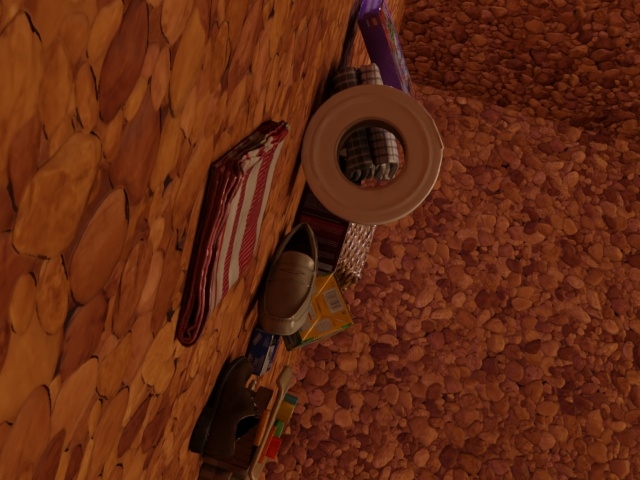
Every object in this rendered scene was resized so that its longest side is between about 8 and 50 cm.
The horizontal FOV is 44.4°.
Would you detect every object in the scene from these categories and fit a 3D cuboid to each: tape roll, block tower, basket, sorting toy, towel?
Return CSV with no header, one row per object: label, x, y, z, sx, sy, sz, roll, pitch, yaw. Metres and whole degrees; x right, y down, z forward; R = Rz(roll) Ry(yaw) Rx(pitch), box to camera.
tape roll,0.105,-0.172,1.610,0.100,0.286,0.286,23,83,-85
block tower,-0.182,0.438,1.548,0.091,0.097,0.335,-64,172,-67
basket,0.000,0.000,2.246,0.213,0.223,0.299,-34,-156,38
sorting toy,-0.083,0.354,1.523,0.348,0.047,0.196,-14,121,-86
towel,-0.108,-0.026,1.065,0.329,0.037,0.237,-64,170,-69
towel,0.095,-0.259,1.808,0.283,0.121,0.235,65,13,-86

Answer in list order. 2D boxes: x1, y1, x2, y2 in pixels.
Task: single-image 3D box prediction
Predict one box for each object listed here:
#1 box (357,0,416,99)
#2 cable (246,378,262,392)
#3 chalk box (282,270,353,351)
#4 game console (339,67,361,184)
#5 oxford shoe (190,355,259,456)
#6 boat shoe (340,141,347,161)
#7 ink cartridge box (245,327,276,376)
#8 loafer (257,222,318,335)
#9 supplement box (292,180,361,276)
box,0.166,-0.431,1.892,0.201,0.057,0.293,-78,150,-58
cable,-0.203,0.451,1.768,0.287,0.072,0.139,-60,-170,-14
chalk box,-0.030,0.170,1.809,0.213,0.132,0.132,131,-61,-69
game console,0.079,-0.291,2.156,0.213,0.044,0.361,-9,110,-65
oxford shoe,-0.150,0.297,1.392,0.227,0.096,0.082,-71,174,-52
boat shoe,0.104,-0.344,2.024,0.113,0.103,0.302,-20,-140,45
ink cartridge box,-0.131,0.250,1.787,0.207,0.046,0.097,72,36,-84
loafer,-0.064,0.074,1.624,0.319,0.112,0.111,-82,180,-58
supplement box,0.004,-0.035,1.884,0.073,0.130,0.239,62,45,-85
